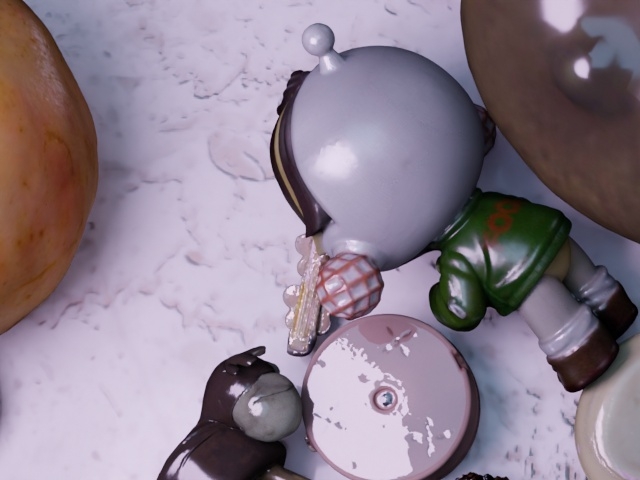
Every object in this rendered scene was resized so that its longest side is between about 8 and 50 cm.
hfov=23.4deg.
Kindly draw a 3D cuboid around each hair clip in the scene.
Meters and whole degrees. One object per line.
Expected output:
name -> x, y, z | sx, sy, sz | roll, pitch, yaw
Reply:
hair clip -> 0.003, 0.001, 1.407 | 0.062, 0.056, 0.214 | 7, 86, 26

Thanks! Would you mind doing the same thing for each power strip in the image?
power strip -> 0.059, 0.143, 1.342 | 0.154, 0.078, 0.154 | -2, 79, 12

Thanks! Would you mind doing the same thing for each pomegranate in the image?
pomegranate -> -0.397, -0.067, 1.351 | 0.411, 0.411, 0.411 | -3, 76, 11

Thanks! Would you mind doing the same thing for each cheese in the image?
cheese -> 0.266, 0.190, 1.296 | 0.137, 0.064, 0.227 | 25, 84, 18

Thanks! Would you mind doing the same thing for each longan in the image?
longan -> 0.286, -0.161, 1.232 | 0.361, 0.361, 0.361 | -3, 76, 11

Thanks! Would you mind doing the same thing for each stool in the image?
stool -> -0.066, 0.193, 1.318 | 0.121, 0.125, 0.217 | 31, 107, 21

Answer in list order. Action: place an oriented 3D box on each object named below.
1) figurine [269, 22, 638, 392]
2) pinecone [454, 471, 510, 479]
figurine -> 0.104, -0.027, 1.301 | 0.370, 0.167, 0.281 | 42, 49, -3
pinecone -> 0.141, 0.234, 1.308 | 0.083, 0.077, 0.077 | 8, 77, 38
